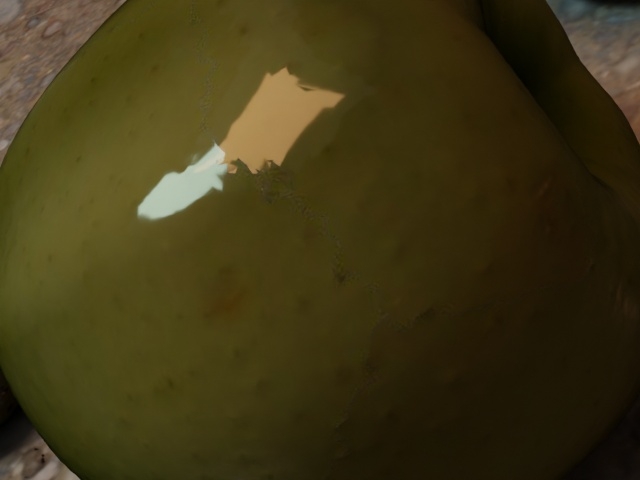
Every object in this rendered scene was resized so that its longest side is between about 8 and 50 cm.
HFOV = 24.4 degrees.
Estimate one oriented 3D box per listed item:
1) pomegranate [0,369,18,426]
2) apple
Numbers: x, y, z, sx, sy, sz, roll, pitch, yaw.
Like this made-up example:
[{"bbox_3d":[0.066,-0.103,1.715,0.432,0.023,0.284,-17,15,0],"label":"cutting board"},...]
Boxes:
[{"bbox_3d":[-0.200,0.053,0.815,0.114,0.114,0.142,-9,14,34],"label":"pomegranate"},{"bbox_3d":[0.000,0.000,0.589,0.279,0.279,0.279,-23,36,18],"label":"apple"}]
